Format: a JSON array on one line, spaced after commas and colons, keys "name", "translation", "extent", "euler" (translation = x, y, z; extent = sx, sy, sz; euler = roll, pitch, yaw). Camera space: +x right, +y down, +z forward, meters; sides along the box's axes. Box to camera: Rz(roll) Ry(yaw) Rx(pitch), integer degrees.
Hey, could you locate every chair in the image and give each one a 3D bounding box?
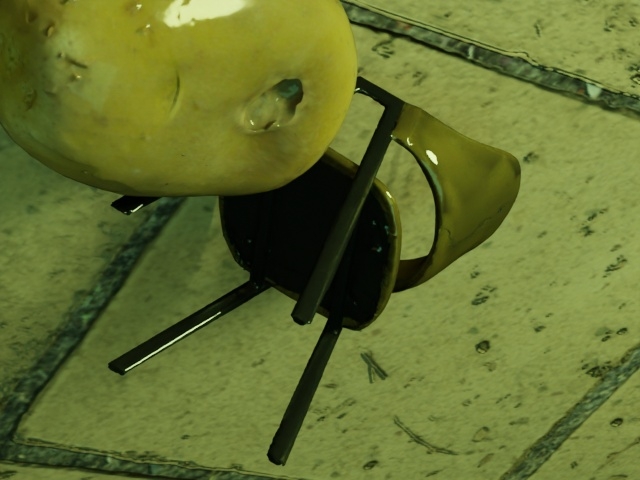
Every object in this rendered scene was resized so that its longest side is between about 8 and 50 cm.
[{"name": "chair", "translation": [0.000, 0.000, 1.072], "extent": [0.247, 0.172, 0.158], "euler": [-48, 158, -39]}]

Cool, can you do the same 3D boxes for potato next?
[{"name": "potato", "translation": [-0.081, -0.107, 0.923], "extent": [0.234, 0.146, 0.150], "euler": [4, 146, -42]}]
